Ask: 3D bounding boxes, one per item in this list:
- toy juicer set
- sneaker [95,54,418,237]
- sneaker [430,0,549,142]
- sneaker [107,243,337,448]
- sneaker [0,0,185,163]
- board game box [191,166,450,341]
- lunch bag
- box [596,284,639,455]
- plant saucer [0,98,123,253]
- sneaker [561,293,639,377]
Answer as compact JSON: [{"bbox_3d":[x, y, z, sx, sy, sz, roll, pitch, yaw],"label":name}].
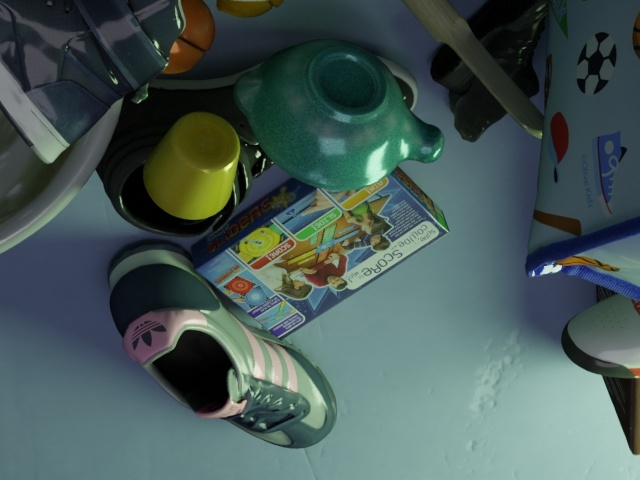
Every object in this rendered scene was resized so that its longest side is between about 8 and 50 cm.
[{"bbox_3d":[-0.002,-0.135,1.300,0.329,0.209,0.089,-10,156,-24],"label":"toy juicer set"},{"bbox_3d":[-0.052,-0.074,1.359,0.295,0.147,0.105,-8,131,-8],"label":"sneaker"},{"bbox_3d":[0.162,-0.158,1.400,0.089,0.051,0.170,30,124,-33],"label":"sneaker"},{"bbox_3d":[-0.088,0.139,1.556,0.112,0.131,0.319,-34,130,18],"label":"sneaker"},{"bbox_3d":[-0.195,-0.186,1.143,0.163,0.086,0.226,-36,121,2],"label":"sneaker"},{"bbox_3d":[0.000,0.000,1.514,0.201,0.035,0.136,-33,130,17],"label":"board game box"},{"bbox_3d":[0.323,-0.142,1.163,0.238,0.328,0.385,12,164,-25],"label":"lunch bag"},{"bbox_3d":[0.366,0.022,1.552,0.191,0.143,0.381,-11,135,-2],"label":"box"},{"bbox_3d":[-0.352,-0.145,1.246,0.400,0.101,0.401,-8,131,-9],"label":"plant saucer"},{"bbox_3d":[0.341,0.030,1.402,0.270,0.090,0.145,-7,132,-10],"label":"sneaker"}]
